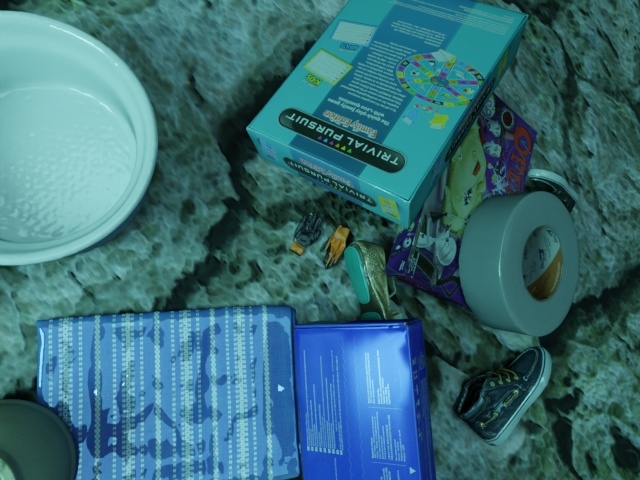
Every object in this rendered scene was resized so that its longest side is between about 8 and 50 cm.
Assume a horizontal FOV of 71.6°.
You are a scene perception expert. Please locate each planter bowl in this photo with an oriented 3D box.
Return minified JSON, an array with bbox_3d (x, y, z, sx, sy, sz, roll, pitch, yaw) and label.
[{"bbox_3d":[-0.352,0.254,0.458,0.162,0.109,0.161,5,76,-18],"label":"planter bowl"}]

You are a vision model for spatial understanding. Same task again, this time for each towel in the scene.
[{"bbox_3d":[-0.187,0.214,0.585,0.336,0.040,0.243,-1,83,-17],"label":"towel"}]

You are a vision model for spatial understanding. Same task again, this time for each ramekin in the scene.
[{"bbox_3d":[-0.336,-0.104,0.528,0.278,0.135,0.277,2,83,-16],"label":"ramekin"}]

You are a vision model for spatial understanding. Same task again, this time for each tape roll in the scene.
[{"bbox_3d":[0.315,0.034,0.693,0.219,0.072,0.219,-1,91,-34],"label":"tape roll"}]

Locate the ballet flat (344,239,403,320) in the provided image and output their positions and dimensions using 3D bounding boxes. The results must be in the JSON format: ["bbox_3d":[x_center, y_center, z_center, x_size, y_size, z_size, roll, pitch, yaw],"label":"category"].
[{"bbox_3d":[0.091,0.098,0.668,0.067,0.073,0.206,-9,89,-29],"label":"ballet flat"}]

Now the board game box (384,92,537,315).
[{"bbox_3d":[0.238,-0.072,0.715,0.208,0.056,0.346,27,76,-33],"label":"board game box"}]

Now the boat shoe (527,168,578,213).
[{"bbox_3d":[0.409,-0.083,0.779,0.142,0.049,0.040,22,85,-33],"label":"boat shoe"}]

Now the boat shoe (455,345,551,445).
[{"bbox_3d":[0.296,0.230,0.713,0.083,0.065,0.183,42,75,-10],"label":"boat shoe"}]

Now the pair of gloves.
[{"bbox_3d":[0.000,0.000,0.681,0.083,0.010,0.074,26,78,-9],"label":"pair of gloves"}]

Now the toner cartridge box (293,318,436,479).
[{"bbox_3d":[0.061,0.281,0.586,0.165,0.075,0.347,-6,84,28],"label":"toner cartridge box"}]

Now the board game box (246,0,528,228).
[{"bbox_3d":[0.097,-0.217,0.642,0.254,0.079,0.336,29,74,21],"label":"board game box"}]
